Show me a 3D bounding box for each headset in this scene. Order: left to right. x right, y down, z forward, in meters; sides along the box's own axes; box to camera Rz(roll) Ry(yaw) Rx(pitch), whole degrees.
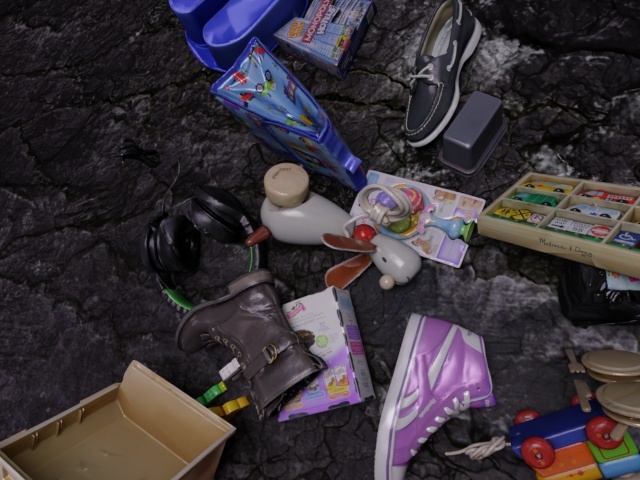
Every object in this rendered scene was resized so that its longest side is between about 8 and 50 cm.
[{"bbox_3d":[-0.276,-0.028,0.875,0.243,0.185,0.394,-32,78,7],"label":"headset"}]

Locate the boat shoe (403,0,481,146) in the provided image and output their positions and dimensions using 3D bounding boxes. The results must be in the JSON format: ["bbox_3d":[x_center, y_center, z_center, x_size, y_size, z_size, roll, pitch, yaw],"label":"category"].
[{"bbox_3d":[0.216,-0.327,0.824,0.114,0.091,0.303,1,66,51],"label":"boat shoe"}]

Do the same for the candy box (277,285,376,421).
[{"bbox_3d":[-0.010,0.200,0.761,0.164,0.070,0.196,-22,67,23],"label":"candy box"}]

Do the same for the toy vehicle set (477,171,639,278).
[{"bbox_3d":[0.395,-0.031,0.624,0.166,0.035,0.266,-35,36,-28],"label":"toy vehicle set"}]

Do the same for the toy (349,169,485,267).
[{"bbox_3d":[0.166,-0.054,0.796,0.237,0.056,0.137,21,80,24],"label":"toy"}]

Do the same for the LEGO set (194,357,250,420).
[{"bbox_3d":[-0.215,0.318,0.799,0.227,0.093,0.087,-41,66,4],"label":"LEGO set"}]

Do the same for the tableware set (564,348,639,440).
[{"bbox_3d":[0.410,0.198,0.571,0.128,0.194,0.039,-7,96,24],"label":"tableware set"}]

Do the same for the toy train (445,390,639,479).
[{"bbox_3d":[0.327,0.330,0.612,0.248,0.105,0.143,-29,84,19],"label":"toy train"}]

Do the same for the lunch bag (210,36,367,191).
[{"bbox_3d":[-0.027,-0.213,0.814,0.293,0.221,0.138,40,90,28],"label":"lunch bag"}]

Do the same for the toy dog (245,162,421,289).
[{"bbox_3d":[0.000,0.000,0.773,0.333,0.220,0.161,19,59,33],"label":"toy dog"}]

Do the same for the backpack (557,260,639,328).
[{"bbox_3d":[0.458,0.062,0.615,0.181,0.152,0.115,-3,69,13],"label":"backpack"}]

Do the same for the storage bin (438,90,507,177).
[{"bbox_3d":[0.273,-0.204,0.784,0.098,0.091,0.135,34,86,25],"label":"storage bin"}]

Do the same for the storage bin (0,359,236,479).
[{"bbox_3d":[-0.323,0.332,0.656,0.260,0.262,0.123,25,107,19],"label":"storage bin"}]

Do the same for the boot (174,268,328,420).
[{"bbox_3d":[-0.134,0.198,0.739,0.263,0.091,0.229,-39,60,19],"label":"boot"}]

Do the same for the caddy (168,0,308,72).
[{"bbox_3d":[-0.184,-0.567,1.013,0.341,0.179,0.241,-45,88,5],"label":"caddy"}]

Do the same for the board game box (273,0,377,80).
[{"bbox_3d":[0.001,-0.482,0.982,0.194,0.060,0.194,21,82,23],"label":"board game box"}]

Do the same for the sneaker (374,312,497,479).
[{"bbox_3d":[0.184,0.269,0.671,0.161,0.102,0.282,15,79,20],"label":"sneaker"}]
